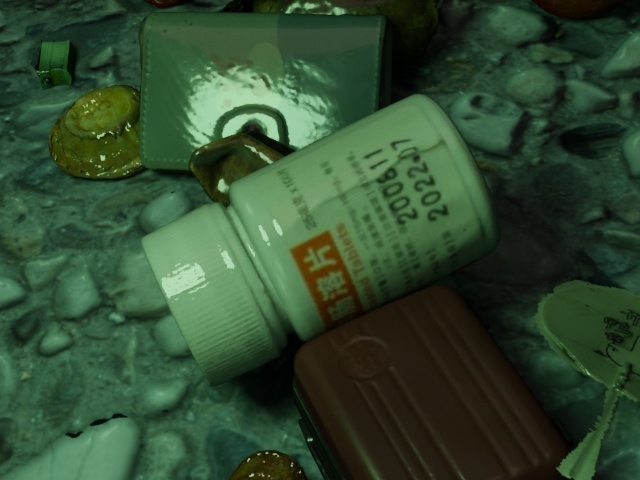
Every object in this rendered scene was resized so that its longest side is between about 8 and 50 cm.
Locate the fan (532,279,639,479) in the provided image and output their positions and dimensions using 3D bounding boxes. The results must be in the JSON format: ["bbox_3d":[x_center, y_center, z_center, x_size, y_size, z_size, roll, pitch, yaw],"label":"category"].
[{"bbox_3d":[0.327,0.147,1.312,0.233,0.012,0.415,22,30,13],"label":"fan"}]

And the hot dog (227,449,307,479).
[{"bbox_3d":[-0.071,0.295,1.324,0.099,0.065,0.147,10,39,18],"label":"hot dog"}]

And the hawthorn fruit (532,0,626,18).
[{"bbox_3d":[0.393,-0.478,1.816,0.284,0.284,0.284,-5,47,5],"label":"hawthorn fruit"}]

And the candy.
[{"bbox_3d":[-0.029,-0.063,1.585,0.271,0.101,0.143,24,16,10],"label":"candy"}]

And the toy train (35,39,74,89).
[{"bbox_3d":[-0.422,-0.282,1.926,0.056,0.038,0.093,-6,47,0],"label":"toy train"}]

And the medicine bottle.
[{"bbox_3d":[0.000,0.000,1.387,0.371,0.211,0.211,-27,49,-5],"label":"medicine bottle"}]

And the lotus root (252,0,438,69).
[{"bbox_3d":[0.038,-0.317,1.798,0.274,0.152,0.160,-7,8,6],"label":"lotus root"}]

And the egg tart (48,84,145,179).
[{"bbox_3d":[-0.313,-0.166,1.781,0.191,0.074,0.191,-6,49,7],"label":"egg tart"}]

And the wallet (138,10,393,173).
[{"bbox_3d":[-0.083,-0.199,1.699,0.360,0.083,0.252,1,84,8],"label":"wallet"}]

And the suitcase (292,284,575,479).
[{"bbox_3d":[0.116,0.211,1.302,0.236,0.161,0.297,-22,50,-12],"label":"suitcase"}]

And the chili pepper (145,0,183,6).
[{"bbox_3d":[-0.282,-0.484,2.048,0.110,0.110,0.388,-17,42,-6],"label":"chili pepper"}]

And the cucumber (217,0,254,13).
[{"bbox_3d":[-0.122,-0.350,1.914,0.081,0.072,0.303,19,52,40],"label":"cucumber"}]

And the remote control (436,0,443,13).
[{"bbox_3d":[0.070,-0.382,1.912,0.247,0.052,0.104,1,57,2],"label":"remote control"}]
